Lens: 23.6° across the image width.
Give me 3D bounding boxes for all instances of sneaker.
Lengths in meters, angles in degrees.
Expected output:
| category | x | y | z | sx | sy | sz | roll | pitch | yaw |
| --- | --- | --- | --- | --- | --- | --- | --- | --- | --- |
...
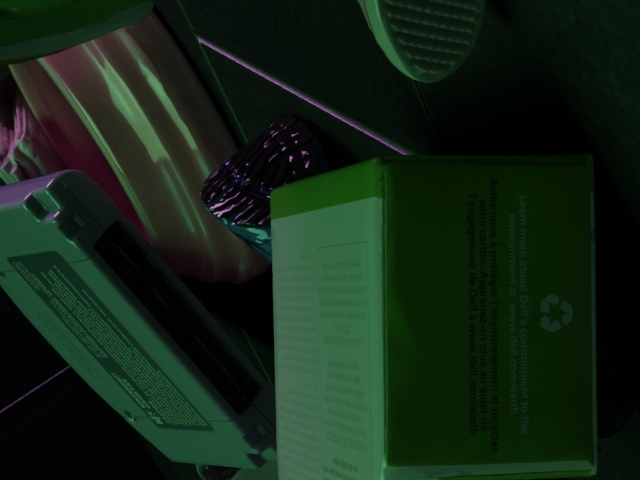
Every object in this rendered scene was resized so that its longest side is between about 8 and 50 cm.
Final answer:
| category | x | y | z | sx | sy | sz | roll | pitch | yaw |
| --- | --- | --- | --- | --- | --- | --- | --- | --- | --- |
| sneaker | 0.000 | 0.000 | 0.911 | 0.221 | 0.083 | 0.087 | 44 | 170 | 52 |
| sneaker | 0.020 | -0.130 | 0.601 | 0.070 | 0.051 | 0.134 | 37 | 153 | 58 |

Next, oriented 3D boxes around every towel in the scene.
| category | x | y | z | sx | sy | sz | roll | pitch | yaw |
| --- | --- | --- | --- | --- | --- | --- | --- | --- | --- |
| towel | -0.206 | 0.003 | 1.479 | 0.332 | 0.053 | 0.317 | 55 | -179 | -20 |

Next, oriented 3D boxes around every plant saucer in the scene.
| category | x | y | z | sx | sy | sz | roll | pitch | yaw |
| --- | --- | --- | --- | --- | --- | --- | --- | --- | --- |
| plant saucer | -0.163 | -0.095 | 1.239 | 0.332 | 0.084 | 0.332 | 52 | 166 | 19 |

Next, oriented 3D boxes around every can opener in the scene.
| category | x | y | z | sx | sy | sz | roll | pitch | yaw |
| --- | --- | --- | --- | --- | --- | --- | --- | --- | --- |
| can opener | 0.103 | 0.068 | 0.757 | 0.059 | 0.073 | 0.186 | 50 | 176 | -9 |

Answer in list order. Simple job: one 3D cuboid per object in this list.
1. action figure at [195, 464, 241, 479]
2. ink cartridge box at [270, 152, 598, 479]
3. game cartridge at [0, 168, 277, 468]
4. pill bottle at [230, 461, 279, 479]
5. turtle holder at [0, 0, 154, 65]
| category | x | y | z | sx | sy | sz | roll | pitch | yaw |
| --- | --- | --- | --- | --- | --- | --- | --- | --- | --- |
| action figure | -0.134 | 0.204 | 1.812 | 0.285 | 0.099 | 0.185 | 50 | 172 | 40 |
| ink cartridge box | 0.044 | 0.096 | 0.684 | 0.189 | 0.097 | 0.255 | 172 | 96 | -75 |
| game cartridge | -0.163 | 0.068 | 1.253 | 0.297 | 0.062 | 0.198 | 52 | 154 | -21 |
| pill bottle | -0.012 | 0.342 | 1.611 | 0.130 | 0.130 | 0.245 | 42 | 160 | 45 |
| turtle holder | -0.124 | -0.158 | 0.580 | 0.227 | 0.243 | 0.320 | 129 | 122 | -78 |
